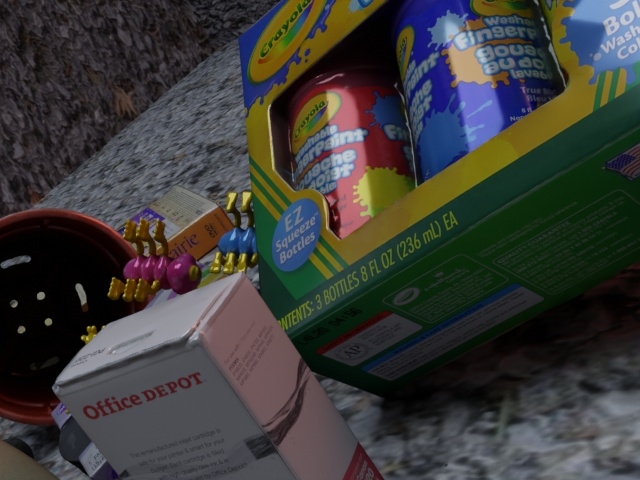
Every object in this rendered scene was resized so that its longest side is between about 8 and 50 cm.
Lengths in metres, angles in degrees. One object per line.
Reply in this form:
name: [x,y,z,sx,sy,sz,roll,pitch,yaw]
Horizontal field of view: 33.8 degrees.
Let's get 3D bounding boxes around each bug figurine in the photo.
bug figurine: [-0.127,0.088,1.028,0.216,0.072,0.279,6,70,25]

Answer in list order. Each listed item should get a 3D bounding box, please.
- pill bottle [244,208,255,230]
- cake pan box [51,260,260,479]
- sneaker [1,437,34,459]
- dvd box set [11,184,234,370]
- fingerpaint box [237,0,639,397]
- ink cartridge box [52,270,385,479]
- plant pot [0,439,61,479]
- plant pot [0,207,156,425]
pill bottle: [0.000,0.000,1.190,0.108,0.108,0.193,-43,30,-25]
cake pan box: [-0.175,0.150,1.167,0.267,0.070,0.245,-48,20,-10]
sneaker: [-0.321,0.295,1.106,0.132,0.086,0.229,-19,33,25]
dvd box set: [-0.357,0.064,1.761,0.420,0.062,0.307,-38,19,-12]
fingerpaint box: [0.137,-0.134,0.888,0.444,0.163,0.371,-33,48,33]
ink cartridge box: [-0.076,0.150,0.810,0.158,0.218,0.092,-22,22,32]
plant pot: [-0.298,0.276,0.867,0.190,0.284,0.284,1,18,-7]
plant pot: [-0.383,0.100,1.437,0.272,0.272,0.265,-40,11,-17]
